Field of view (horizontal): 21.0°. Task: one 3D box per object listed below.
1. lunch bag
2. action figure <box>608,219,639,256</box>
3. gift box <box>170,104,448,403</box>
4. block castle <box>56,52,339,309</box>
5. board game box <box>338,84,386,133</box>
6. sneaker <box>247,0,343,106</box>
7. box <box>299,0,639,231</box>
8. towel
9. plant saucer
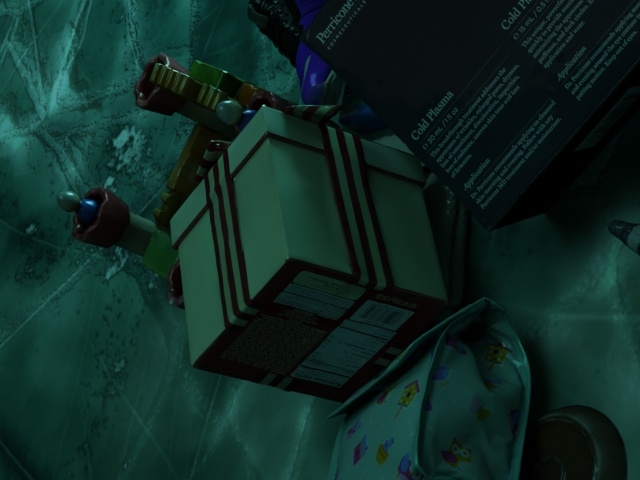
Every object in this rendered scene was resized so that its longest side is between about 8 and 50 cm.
[{"bbox_3d":[0.113,0.206,1.873,0.223,0.160,0.262,-46,25,46],"label":"lunch bag"},{"bbox_3d":[0.381,0.107,1.581,0.341,0.178,0.330,-63,24,17],"label":"action figure"},{"bbox_3d":[0.000,0.000,1.989,0.276,0.255,0.258,-44,41,34],"label":"gift box"},{"bbox_3d":[-0.168,-0.081,2.320,0.453,0.213,0.303,27,92,61],"label":"block castle"},{"bbox_3d":[0.120,-0.235,2.224,0.210,0.047,0.160,-11,62,49],"label":"board game box"},{"bbox_3d":[-0.030,-0.280,2.302,0.293,0.146,0.102,-83,7,-48],"label":"sneaker"},{"bbox_3d":[0.213,-0.244,1.870,0.312,0.179,0.343,47,116,14],"label":"box"},{"bbox_3d":[0.107,-0.017,2.115,0.187,0.049,0.282,-19,54,43],"label":"towel"},{"bbox_3d":[0.245,0.250,1.803,0.168,0.029,0.168,-30,48,39],"label":"plant saucer"}]
